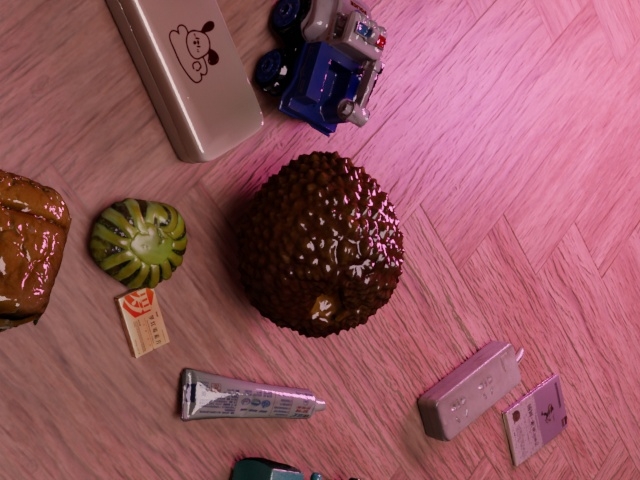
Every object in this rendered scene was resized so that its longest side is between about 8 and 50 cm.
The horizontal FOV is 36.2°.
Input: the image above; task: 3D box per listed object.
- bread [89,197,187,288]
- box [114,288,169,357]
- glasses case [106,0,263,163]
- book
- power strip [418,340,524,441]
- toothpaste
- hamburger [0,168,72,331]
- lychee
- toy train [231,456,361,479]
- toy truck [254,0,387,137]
[{"bbox_3d":[-0.247,0.002,1.357,0.139,0.071,0.130,31,78,-37],"label":"bread"},{"bbox_3d":[-0.253,0.114,1.393,0.058,0.015,0.093,-25,109,-35],"label":"box"},{"bbox_3d":[-0.194,-0.271,1.382,0.131,0.070,0.313,-36,115,-33],"label":"glasses case"},{"bbox_3d":[0.442,0.365,2.004,0.181,0.014,0.127,-25,108,-36],"label":"book"},{"bbox_3d":[0.301,0.268,1.853,0.288,0.053,0.093,-31,112,-34],"label":"power strip"},{"bbox_3d":[-0.099,0.248,1.514,0.268,0.047,0.069,12,104,-38],"label":"toothpaste"},{"bbox_3d":[-0.395,0.015,1.195,0.183,0.130,0.206,23,76,-42],"label":"hamburger"},{"bbox_3d":[0.000,0.000,1.462,0.267,0.267,0.268,-3,95,-40],"label":"lychee"},{"bbox_3d":[-0.020,0.455,1.551,0.298,0.120,0.194,20,72,-42],"label":"toy train"},{"bbox_3d":[0.018,-0.276,1.494,0.161,0.177,0.213,23,79,-38],"label":"toy truck"}]
